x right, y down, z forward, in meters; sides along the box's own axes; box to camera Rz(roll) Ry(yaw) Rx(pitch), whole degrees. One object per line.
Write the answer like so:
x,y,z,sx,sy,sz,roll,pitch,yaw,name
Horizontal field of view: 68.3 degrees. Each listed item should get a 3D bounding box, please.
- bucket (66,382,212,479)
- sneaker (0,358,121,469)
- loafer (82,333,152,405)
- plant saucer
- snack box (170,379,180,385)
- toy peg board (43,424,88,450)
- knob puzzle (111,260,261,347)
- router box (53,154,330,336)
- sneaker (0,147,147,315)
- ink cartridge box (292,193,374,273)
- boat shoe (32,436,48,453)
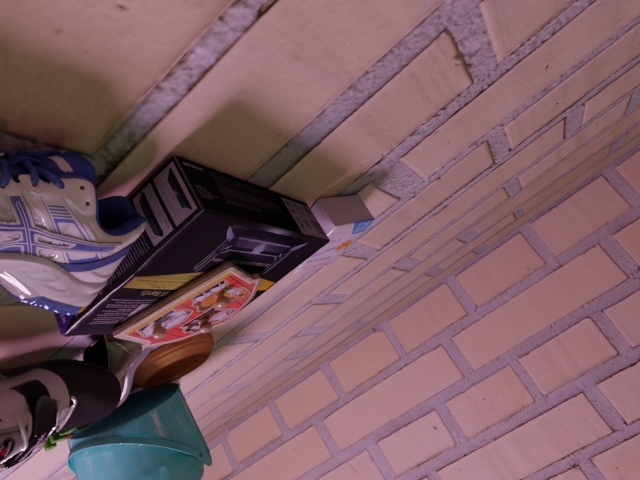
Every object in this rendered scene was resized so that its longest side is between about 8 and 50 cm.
-0.395,0.446,1.019,0.281,0.183,0.281,-19,-177,1,bucket
-0.390,0.230,0.580,0.331,0.146,0.122,17,101,-51,sneaker
-0.356,0.202,0.776,0.087,0.094,0.251,-2,135,-48,loafer
-0.327,0.274,1.051,0.200,0.037,0.200,-28,160,-12,plant saucer
-0.448,0.402,1.194,0.178,0.022,0.064,-13,154,-43,snack box
-0.462,0.328,0.918,0.161,0.079,0.161,-42,158,26,toy peg board
-0.164,0.107,0.666,0.213,0.030,0.213,-28,161,-11,knob puzzle
-0.158,0.026,0.648,0.243,0.081,0.309,-38,160,17,router box
-0.255,-0.037,0.367,0.131,0.112,0.296,-49,162,-6,sneaker
0.000,0.000,0.849,0.104,0.061,0.181,-11,152,-44,ink cartridge box
-0.515,0.269,0.666,0.158,0.127,0.340,-44,166,14,boat shoe
